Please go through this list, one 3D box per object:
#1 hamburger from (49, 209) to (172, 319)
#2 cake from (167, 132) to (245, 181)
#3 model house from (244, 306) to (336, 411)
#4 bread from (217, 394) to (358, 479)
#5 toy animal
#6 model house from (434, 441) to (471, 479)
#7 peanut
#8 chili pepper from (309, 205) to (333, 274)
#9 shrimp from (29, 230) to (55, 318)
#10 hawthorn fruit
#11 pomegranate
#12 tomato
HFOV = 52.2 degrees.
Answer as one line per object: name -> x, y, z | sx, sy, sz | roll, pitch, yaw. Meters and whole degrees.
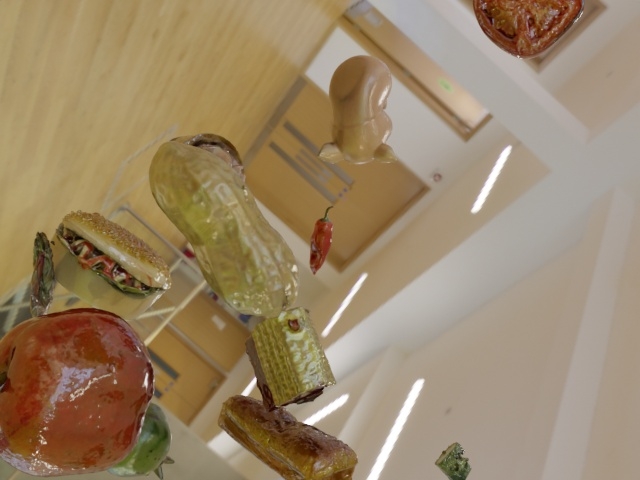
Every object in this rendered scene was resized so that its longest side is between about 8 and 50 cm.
hamburger -> -0.478, 0.050, 1.496 | 0.170, 0.302, 0.302 | -54, -178, -2
cake -> -0.243, -0.146, 1.429 | 0.178, 0.185, 0.208 | -5, -105, 45
model house -> -0.065, 0.272, 1.500 | 0.159, 0.196, 0.254 | -16, 162, -17
bread -> -0.083, 0.488, 1.628 | 0.185, 0.380, 0.109 | -4, 109, -47
toy animal -> 0.092, -0.291, 1.463 | 0.166, 0.250, 0.154 | -3, 171, 28
model house -> 0.343, 0.564, 1.643 | 0.078, 0.083, 0.066 | -43, 172, -13
peanut -> -0.150, -0.017, 1.007 | 0.149, 0.313, 0.149 | -33, -169, 7
chili pepper -> -0.001, 0.000, 1.673 | 0.050, 0.059, 0.191 | -6, 114, -47
shrimp -> -0.570, 0.074, 1.336 | 0.101, 0.042, 0.190 | -109, -155, -75
hawthorn fruit -> -0.448, 0.247, 1.101 | 0.287, 0.287, 0.330 | -48, 143, 14
pomegranate -> -0.438, 0.495, 1.587 | 0.181, 0.181, 0.224 | -50, 145, -26
tomato -> 0.365, -0.410, 1.174 | 0.166, 0.174, 0.082 | -45, 166, 5
